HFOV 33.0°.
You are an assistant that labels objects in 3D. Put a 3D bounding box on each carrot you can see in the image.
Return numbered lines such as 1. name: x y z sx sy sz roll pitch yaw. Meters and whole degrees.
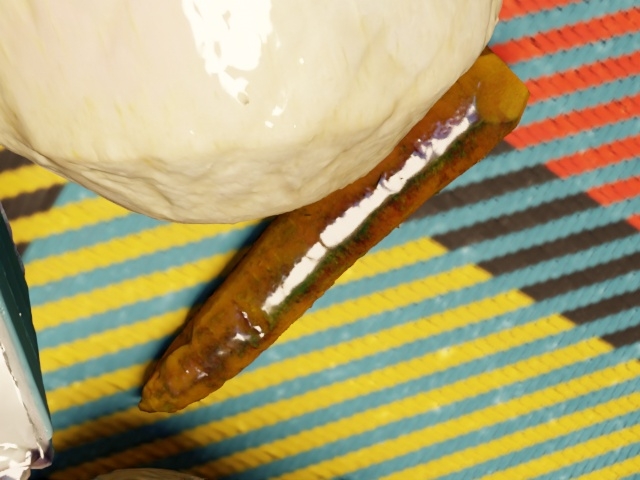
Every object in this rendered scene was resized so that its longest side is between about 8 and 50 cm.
1. carrot: 0.000 0.000 0.677 0.314 0.066 0.066 -44 117 6

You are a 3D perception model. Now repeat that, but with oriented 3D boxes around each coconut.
1. coconut: -0.058 -0.182 0.461 0.329 0.329 0.329 -6 112 -15

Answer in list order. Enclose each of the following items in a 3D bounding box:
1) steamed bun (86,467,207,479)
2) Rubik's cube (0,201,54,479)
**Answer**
1. steamed bun: -0.035 0.308 0.634 0.255 0.342 0.367 -18 130 -10
2. Rubik's cube: -0.268 0.000 0.496 0.221 0.224 0.231 -19 114 -11
